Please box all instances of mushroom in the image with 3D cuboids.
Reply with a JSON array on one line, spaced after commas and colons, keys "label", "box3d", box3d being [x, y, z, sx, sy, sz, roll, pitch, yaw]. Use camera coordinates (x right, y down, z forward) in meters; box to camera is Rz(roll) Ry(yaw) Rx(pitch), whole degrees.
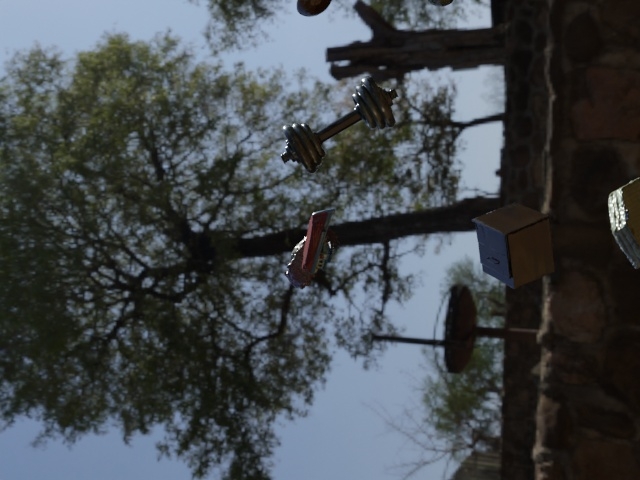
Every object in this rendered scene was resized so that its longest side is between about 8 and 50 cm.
[{"label": "mushroom", "box3d": [-0.020, -0.689, 1.997, 0.087, 0.127, 0.127, 50, -158, 7]}]

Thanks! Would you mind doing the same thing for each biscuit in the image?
[{"label": "biscuit", "box3d": [0.613, -0.042, 1.322, 0.250, 0.046, 0.147, -22, -100, -44]}]

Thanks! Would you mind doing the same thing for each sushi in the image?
[{"label": "sushi", "box3d": [-0.022, 0.035, 2.175, 0.241, 0.108, 0.161, -53, -1, -19]}]

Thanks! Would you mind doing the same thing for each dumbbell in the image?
[{"label": "dumbbell", "box3d": [0.056, -0.352, 2.158, 0.179, 0.406, 0.179, 60, -177, -5]}]

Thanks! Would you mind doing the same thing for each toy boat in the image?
[{"label": "toy boat", "box3d": [0.000, 0.000, 1.558, 0.069, 0.059, 0.172, -95, 14, -54]}]

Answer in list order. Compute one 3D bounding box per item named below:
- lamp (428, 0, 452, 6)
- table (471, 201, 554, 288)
[{"label": "lamp", "box3d": [0.282, -0.682, 1.853, 0.091, 0.163, 0.091, -58, -8, -13]}, {"label": "table", "box3d": [0.593, 0.017, 2.171, 0.169, 0.173, 0.193, 38, 145, 60]}]
